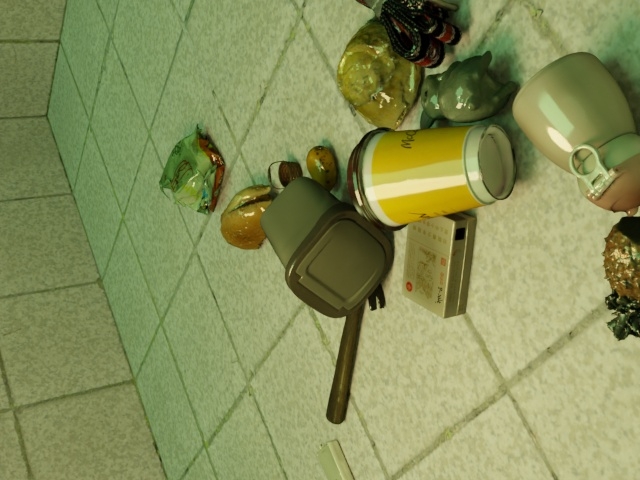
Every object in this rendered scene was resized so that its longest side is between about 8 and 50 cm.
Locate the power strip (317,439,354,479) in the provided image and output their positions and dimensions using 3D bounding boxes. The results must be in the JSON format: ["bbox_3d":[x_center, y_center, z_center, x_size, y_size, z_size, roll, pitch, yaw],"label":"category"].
[{"bbox_3d":[0.049,0.597,2.030,0.192,0.035,0.081,64,144,26],"label":"power strip"}]

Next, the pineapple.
[{"bbox_3d":[0.457,0.064,1.182,0.108,0.108,0.198,43,143,45],"label":"pineapple"}]

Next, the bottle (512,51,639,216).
[{"bbox_3d":[0.401,-0.144,1.173,0.236,0.147,0.147,60,143,22],"label":"bottle"}]

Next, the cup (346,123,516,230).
[{"bbox_3d":[0.194,-0.121,1.443,0.279,0.196,0.196,-6,93,41],"label":"cup"}]

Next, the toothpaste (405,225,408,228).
[{"bbox_3d":[0.164,-0.040,1.694,0.083,0.020,0.017,20,116,55],"label":"toothpaste"}]

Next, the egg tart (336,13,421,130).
[{"bbox_3d":[0.106,-0.340,1.650,0.232,0.098,0.252,-31,68,53],"label":"egg tart"}]

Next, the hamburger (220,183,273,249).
[{"bbox_3d":[-0.201,-0.054,2.181,0.262,0.131,0.124,-50,56,57],"label":"hamburger"}]

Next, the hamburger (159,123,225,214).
[{"bbox_3d":[-0.407,-0.194,2.458,0.276,0.150,0.260,-48,56,53],"label":"hamburger"}]

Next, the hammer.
[{"bbox_3d":[0.065,0.251,1.911,0.168,0.044,0.440,43,133,47],"label":"hammer"}]

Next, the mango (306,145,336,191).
[{"bbox_3d":[0.003,-0.166,1.890,0.079,0.057,0.114,0,101,51],"label":"mango"}]

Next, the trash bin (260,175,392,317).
[{"bbox_3d":[0.000,0.000,1.769,0.219,0.220,0.250,-46,38,4],"label":"trash bin"}]

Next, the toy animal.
[{"bbox_3d":[0.230,-0.256,1.439,0.108,0.138,0.236,53,150,-19],"label":"toy animal"}]

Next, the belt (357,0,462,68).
[{"bbox_3d":[0.133,-0.457,1.547,0.126,0.094,0.359,-59,45,23],"label":"belt"}]

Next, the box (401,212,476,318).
[{"bbox_3d":[0.228,0.034,1.575,0.141,0.058,0.201,28,120,53],"label":"box"}]

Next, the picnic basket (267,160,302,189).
[{"bbox_3d":[-0.095,-0.165,2.021,0.072,0.083,0.072,22,116,54],"label":"picnic basket"}]
